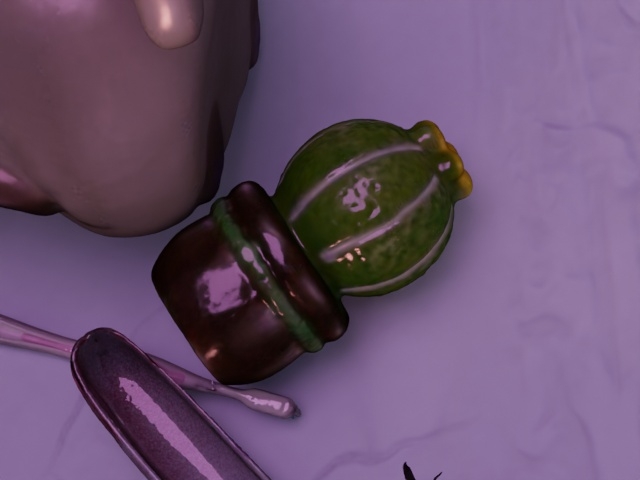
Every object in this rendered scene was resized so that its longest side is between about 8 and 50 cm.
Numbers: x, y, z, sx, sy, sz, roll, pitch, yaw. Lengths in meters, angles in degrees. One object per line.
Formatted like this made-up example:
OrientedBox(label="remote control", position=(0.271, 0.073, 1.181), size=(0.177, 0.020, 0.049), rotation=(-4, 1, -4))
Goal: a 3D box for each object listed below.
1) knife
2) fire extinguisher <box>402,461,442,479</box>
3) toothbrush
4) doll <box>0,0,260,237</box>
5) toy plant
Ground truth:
OrientedBox(label="knife", position=(-0.033, 0.148, 0.884), size=(0.123, 0.053, 0.278), rotation=(-38, 61, -19))
OrientedBox(label="fire extinguisher", position=(0.109, 0.156, 0.848), size=(0.173, 0.035, 0.049), rotation=(19, 73, 24))
OrientedBox(label="toothbrush", position=(-0.103, 0.063, 0.964), size=(0.204, 0.022, 0.017), rotation=(13, 77, 23))
OrientedBox(label="doll", position=(-0.190, -0.110, 0.950), size=(0.370, 0.226, 0.215), rotation=(-5, 56, 21))
OrientedBox(label="toy plant", position=(0.000, 0.000, 0.919), size=(0.162, 0.093, 0.093), rotation=(-34, 62, -2))
